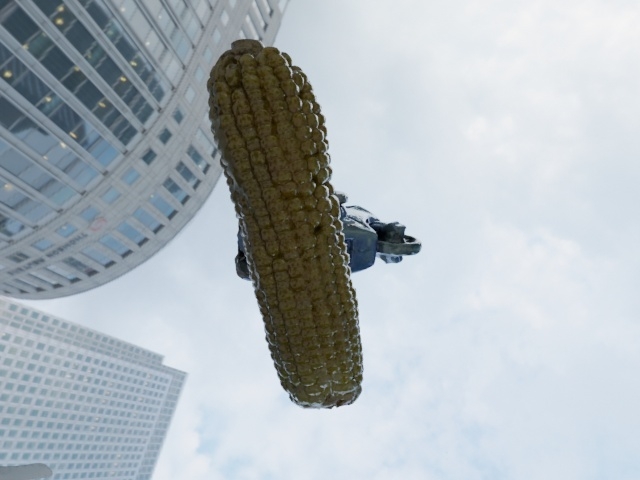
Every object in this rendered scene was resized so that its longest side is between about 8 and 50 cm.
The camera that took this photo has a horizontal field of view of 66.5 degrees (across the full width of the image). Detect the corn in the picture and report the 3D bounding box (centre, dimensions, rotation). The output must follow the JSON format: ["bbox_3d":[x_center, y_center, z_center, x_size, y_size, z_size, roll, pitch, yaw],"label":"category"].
[{"bbox_3d":[-0.026,-0.013,0.413,0.097,0.097,0.320,-12,-88,9],"label":"corn"}]

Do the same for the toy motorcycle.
[{"bbox_3d":[0.004,-0.022,0.886,0.319,0.182,0.241,-2,-138,-26],"label":"toy motorcycle"}]

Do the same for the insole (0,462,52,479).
[{"bbox_3d":[-0.442,0.334,0.699,0.045,0.135,0.002,31,-96,25],"label":"insole"}]
